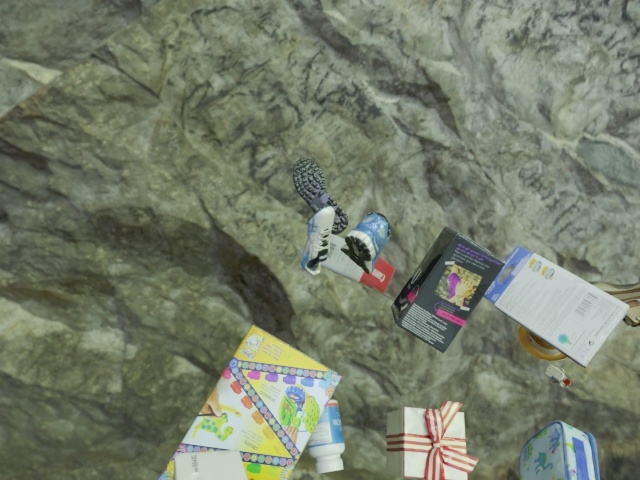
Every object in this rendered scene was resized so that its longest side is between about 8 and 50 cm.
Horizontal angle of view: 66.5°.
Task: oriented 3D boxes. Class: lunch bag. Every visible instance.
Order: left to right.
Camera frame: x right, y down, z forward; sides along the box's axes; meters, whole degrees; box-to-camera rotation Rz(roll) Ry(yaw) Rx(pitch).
[{"bbox_3d":[0.471,0.484,0.961,0.090,0.219,0.176,22,-50,3],"label":"lunch bag"}]

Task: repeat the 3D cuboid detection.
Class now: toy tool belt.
[{"bbox_3d":[0.721,0.413,1.478,0.083,0.052,0.051,39,-4,43],"label":"toy tool belt"}]

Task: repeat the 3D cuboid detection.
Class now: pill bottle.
[{"bbox_3d":[0.016,0.667,1.664,0.124,0.222,0.124,-8,-24,-4],"label":"pill bottle"}]

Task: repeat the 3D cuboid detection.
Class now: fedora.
[{"bbox_3d":[0.753,0.301,1.616,0.194,0.194,0.079,8,-38,26],"label":"fedora"}]

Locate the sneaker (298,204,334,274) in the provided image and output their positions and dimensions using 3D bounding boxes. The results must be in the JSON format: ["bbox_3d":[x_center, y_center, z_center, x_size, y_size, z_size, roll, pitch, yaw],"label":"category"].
[{"bbox_3d":[0.000,0.000,1.344,0.086,0.085,0.237,48,-39,28],"label":"sneaker"}]

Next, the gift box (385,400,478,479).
[{"bbox_3d":[0.389,0.710,1.724,0.276,0.255,0.258,2,-24,-7],"label":"gift box"}]

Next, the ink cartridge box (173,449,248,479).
[{"bbox_3d":[-0.129,0.374,0.562,0.086,0.203,0.148,3,7,-20],"label":"ink cartridge box"}]

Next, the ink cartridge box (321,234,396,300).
[{"bbox_3d":[0.169,0.109,1.892,0.272,0.130,0.309,24,-4,27],"label":"ink cartridge box"}]

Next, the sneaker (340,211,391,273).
[{"bbox_3d":[0.155,0.003,1.494,0.130,0.147,0.330,42,-11,7],"label":"sneaker"}]

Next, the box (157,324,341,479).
[{"bbox_3d":[-0.109,0.339,0.891,0.177,0.279,0.290,28,-17,9],"label":"box"}]

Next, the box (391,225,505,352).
[{"bbox_3d":[0.313,0.117,1.236,0.143,0.165,0.270,32,-82,-1],"label":"box"}]

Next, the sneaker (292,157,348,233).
[{"bbox_3d":[-0.013,-0.140,1.660,0.283,0.107,0.124,61,-8,3],"label":"sneaker"}]

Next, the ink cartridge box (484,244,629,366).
[{"bbox_3d":[0.606,0.165,1.290,0.311,0.186,0.065,37,0,34],"label":"ink cartridge box"}]

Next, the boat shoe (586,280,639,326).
[{"bbox_3d":[0.901,0.192,1.406,0.324,0.120,0.122,-5,-34,37],"label":"boat shoe"}]
